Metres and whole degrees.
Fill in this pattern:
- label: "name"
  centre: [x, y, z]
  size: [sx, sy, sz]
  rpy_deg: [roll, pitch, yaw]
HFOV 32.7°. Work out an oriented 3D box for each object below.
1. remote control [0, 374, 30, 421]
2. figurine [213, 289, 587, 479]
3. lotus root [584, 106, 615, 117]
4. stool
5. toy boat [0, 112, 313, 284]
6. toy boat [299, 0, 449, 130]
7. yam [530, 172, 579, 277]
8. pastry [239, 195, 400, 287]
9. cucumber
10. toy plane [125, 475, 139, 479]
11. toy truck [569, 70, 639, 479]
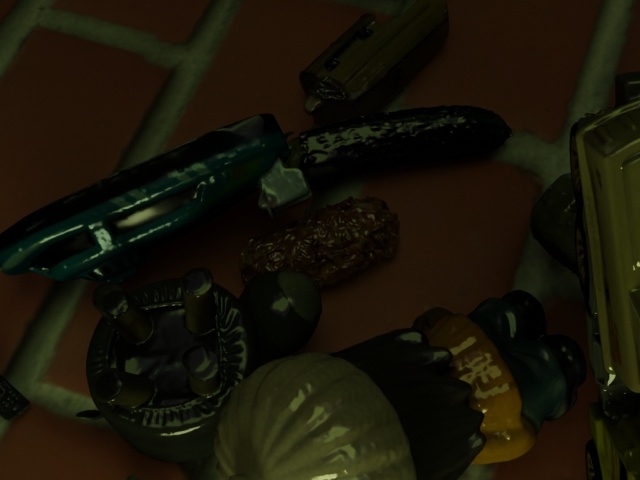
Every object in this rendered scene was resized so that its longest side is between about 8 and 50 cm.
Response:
- label: "remote control"
  centre: [-0.312, 0.136, 1.024]
  size: [0.091, 0.016, 0.034]
  rpy_deg: [36, 52, 20]
- label: "figurine"
  centre: [0.067, 0.140, 0.897]
  size: [0.332, 0.204, 0.185]
  rpy_deg: [-31, 61, -15]
- label: "lotus root"
  centre: [0.344, -0.110, 1.113]
  size: [0.152, 0.063, 0.072]
  rpy_deg: [16, 72, 7]
- label: "stool"
  centre: [-0.116, 0.088, 0.969]
  size: [0.153, 0.139, 0.228]
  rpy_deg: [34, 72, 22]
- label: "toy boat"
  centre: [-0.158, -0.016, 1.037]
  size: [0.299, 0.134, 0.092]
  rpy_deg: [-25, 85, 1]
- label: "toy boat"
  centre: [0.056, -0.200, 1.174]
  size: [0.088, 0.068, 0.226]
  rpy_deg: [33, 67, 26]
- label: "yam"
  centre: [0.288, 0.014, 1.015]
  size: [0.107, 0.107, 0.183]
  rpy_deg: [-39, 58, -18]
- label: "pastry"
  centre: [0.001, 0.002, 1.061]
  size: [0.169, 0.063, 0.087]
  rpy_deg: [-26, 60, -11]
- label: "cucumber"
  centre: [0.078, -0.104, 1.117]
  size: [0.245, 0.067, 0.067]
  rpy_deg: [-13, 60, -5]
- label: "toy plane"
  centre: [-0.154, 0.240, 0.947]
  size: [0.080, 0.033, 0.083]
  rpy_deg: [-30, 62, 2]
- label: "toy truck"
  centre: [0.288, 0.079, 0.812]
  size: [0.181, 0.254, 0.405]
  rpy_deg: [-5, 104, 8]
